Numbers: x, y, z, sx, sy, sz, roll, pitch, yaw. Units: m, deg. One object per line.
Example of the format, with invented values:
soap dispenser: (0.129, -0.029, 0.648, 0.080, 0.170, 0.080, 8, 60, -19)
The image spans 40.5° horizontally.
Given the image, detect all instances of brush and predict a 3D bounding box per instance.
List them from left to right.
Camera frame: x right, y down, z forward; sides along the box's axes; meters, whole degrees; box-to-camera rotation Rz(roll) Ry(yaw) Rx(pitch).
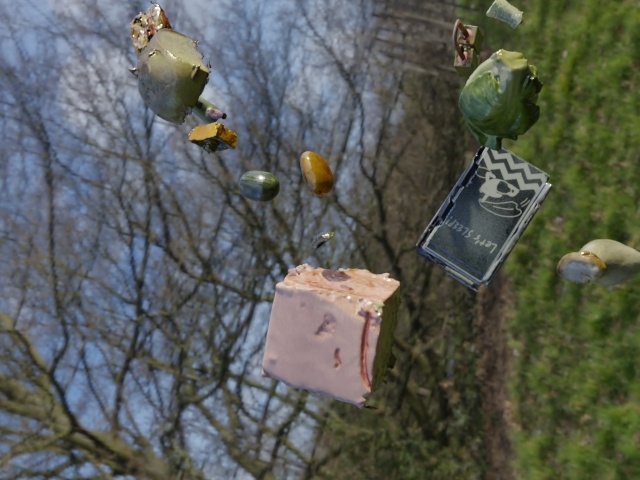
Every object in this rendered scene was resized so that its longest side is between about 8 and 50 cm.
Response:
brush: (0.328, -0.446, 1.972, 0.233, 0.047, 0.103, 7, -88, -73)

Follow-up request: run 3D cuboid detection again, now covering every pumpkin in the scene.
pumpkin: (-0.228, -0.212, 1.827, 0.074, 0.083, 0.053, 24, -112, -52)
pumpkin: (-0.001, -0.001, 2.232, 0.083, 0.028, 0.050, -43, 5, 14)

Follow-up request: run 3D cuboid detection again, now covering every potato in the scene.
potato: (-0.209, -0.222, 1.139, 0.100, 0.089, 0.172, -61, 27, 21)

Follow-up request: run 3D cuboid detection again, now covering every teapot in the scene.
teapot: (0.444, -0.539, 2.057, 0.067, 0.083, 0.057, -47, -11, -38)

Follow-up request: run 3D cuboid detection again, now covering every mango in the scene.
mango: (-0.012, -0.162, 2.080, 0.080, 0.060, 0.114, -2, -106, -59)

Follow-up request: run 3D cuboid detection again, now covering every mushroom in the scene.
mushroom: (0.546, 0.046, 1.676, 0.213, 0.097, 0.088, -1, -60, -46)

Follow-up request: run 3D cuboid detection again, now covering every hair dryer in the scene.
hair dryer: (-0.291, -0.346, 2.302, 0.106, 0.154, 0.054, 34, -97, -42)

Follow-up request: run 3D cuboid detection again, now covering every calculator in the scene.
calculator: (0.323, -0.050, 1.704, 0.274, 0.166, 0.028, -56, -8, -3)

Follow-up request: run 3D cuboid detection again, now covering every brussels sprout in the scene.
brussels sprout: (0.306, -0.237, 1.463, 0.181, 0.139, 0.100, 87, 179, -65)

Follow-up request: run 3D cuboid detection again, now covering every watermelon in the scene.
watermelon: (-0.149, -0.130, 2.086, 0.078, 0.111, 0.078, -24, -62, -55)

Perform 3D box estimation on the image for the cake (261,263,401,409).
cake: (0.031, 0.217, 2.156, 0.307, 0.314, 0.293, -32, -49, -71)

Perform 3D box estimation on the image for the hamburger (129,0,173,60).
hamburger: (-0.383, -0.452, 2.071, 0.231, 0.107, 0.231, 63, 177, 5)
